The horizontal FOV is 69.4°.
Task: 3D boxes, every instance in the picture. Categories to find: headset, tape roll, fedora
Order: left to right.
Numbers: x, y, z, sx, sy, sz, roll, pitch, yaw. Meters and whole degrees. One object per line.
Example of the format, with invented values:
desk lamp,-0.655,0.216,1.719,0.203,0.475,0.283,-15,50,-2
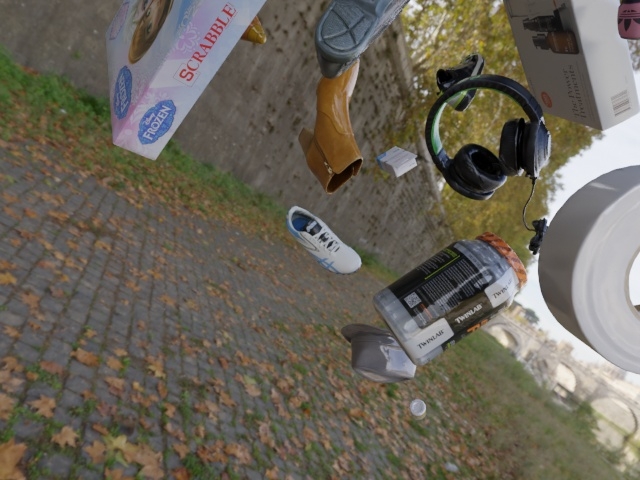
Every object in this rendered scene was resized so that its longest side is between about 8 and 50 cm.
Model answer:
fedora,0.186,0.360,1.411,0.276,0.124,0.244,22,-29,-18
headset,0.385,-0.161,1.006,0.244,0.185,0.394,-28,-75,45
tape roll,0.460,0.040,0.633,0.286,0.286,0.100,36,9,-8

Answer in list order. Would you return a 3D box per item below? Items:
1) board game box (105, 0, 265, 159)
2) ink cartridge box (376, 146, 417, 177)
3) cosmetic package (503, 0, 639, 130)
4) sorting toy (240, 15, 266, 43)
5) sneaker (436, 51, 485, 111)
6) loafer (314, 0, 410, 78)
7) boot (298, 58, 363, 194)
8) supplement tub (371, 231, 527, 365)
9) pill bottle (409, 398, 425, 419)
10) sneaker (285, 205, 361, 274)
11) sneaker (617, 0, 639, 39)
board game box,-0.201,-0.332,0.655,0.066,0.318,0.318,20,35,-42
ink cartridge box,0.150,-0.150,0.888,0.028,0.048,0.083,62,-8,-30
cosmetic package,0.547,-0.457,1.042,0.377,0.098,0.284,59,9,-24
sorting toy,-0.212,-0.565,1.075,0.126,0.127,0.365,44,3,12
sneaker,0.340,-0.413,1.146,0.097,0.084,0.234,26,49,-3
loafer,0.075,-0.354,0.685,0.096,0.267,0.084,36,-14,3
boot,0.055,-0.275,1.127,0.104,0.295,0.211,-3,49,-37
supplement tub,0.295,0.127,1.062,0.193,0.316,0.193,56,-1,1
pill bottle,0.266,0.464,1.262,0.043,0.043,0.083,38,-16,30
sneaker,0.000,0.000,1.137,0.237,0.085,0.086,38,-15,25
sneaker,0.511,-0.287,0.590,0.320,0.130,0.112,8,23,-16
